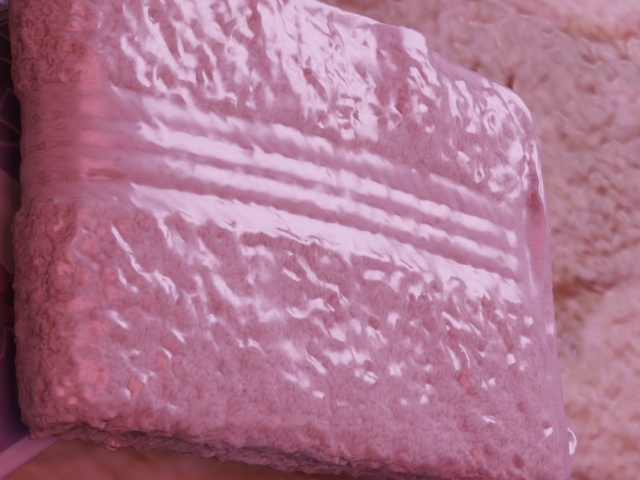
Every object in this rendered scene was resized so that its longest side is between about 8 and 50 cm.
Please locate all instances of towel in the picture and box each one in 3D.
[{"bbox_3d":[0.000,0.000,0.730,0.282,0.049,0.187,13,65,-44],"label":"towel"}]

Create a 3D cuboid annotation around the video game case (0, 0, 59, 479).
[{"bbox_3d":[-0.144,-0.004,0.628,0.201,0.023,0.183,-34,100,-54],"label":"video game case"}]
